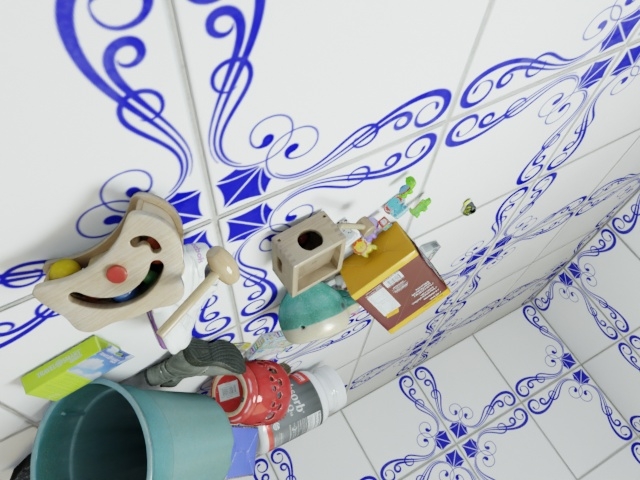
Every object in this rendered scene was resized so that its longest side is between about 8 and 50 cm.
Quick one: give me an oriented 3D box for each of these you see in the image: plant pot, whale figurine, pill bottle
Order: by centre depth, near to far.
[{"bbox_3d":[-0.392,0.482,1.222,0.341,0.341,0.334,-39,153,14],"label":"plant pot"},{"bbox_3d":[-0.005,0.162,1.384,0.216,0.141,0.272,-18,-176,22],"label":"whale figurine"},{"bbox_3d":[-0.207,0.443,1.566,0.191,0.191,0.174,-42,151,20],"label":"plant pot"},{"bbox_3d":[-0.101,0.597,1.956,0.362,0.210,0.210,-18,152,-31],"label":"pill bottle"}]

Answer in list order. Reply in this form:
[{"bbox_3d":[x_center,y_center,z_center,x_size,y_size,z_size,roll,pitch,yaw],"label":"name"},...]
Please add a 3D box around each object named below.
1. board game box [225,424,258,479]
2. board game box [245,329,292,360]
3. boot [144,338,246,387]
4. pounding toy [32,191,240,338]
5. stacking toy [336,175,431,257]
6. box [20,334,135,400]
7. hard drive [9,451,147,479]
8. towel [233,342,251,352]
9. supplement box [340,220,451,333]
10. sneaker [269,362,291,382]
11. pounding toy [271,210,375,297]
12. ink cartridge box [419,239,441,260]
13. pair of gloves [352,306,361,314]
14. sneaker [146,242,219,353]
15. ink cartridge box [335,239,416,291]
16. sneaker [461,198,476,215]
[{"bbox_3d":[-0.360,0.606,1.582,0.291,0.141,0.232,0,160,14],"label":"board game box"},{"bbox_3d":[-0.132,0.299,1.582,0.154,0.026,0.103,-3,142,-48],"label":"board game box"},{"bbox_3d":[-0.311,0.317,1.358,0.161,0.083,0.246,-31,149,16],"label":"boot"},{"bbox_3d":[-0.260,0.039,0.748,0.269,0.155,0.154,-19,121,-3],"label":"pounding toy"},{"bbox_3d":[0.143,-0.053,1.234,0.221,0.052,0.167,-39,157,9],"label":"stacking toy"},{"bbox_3d":[-0.472,0.248,1.064,0.178,0.042,0.109,-30,156,-6],"label":"box"},{"bbox_3d":[-0.574,0.606,1.385,0.339,0.064,0.237,36,114,-27],"label":"hard drive"},{"bbox_3d":[-0.231,0.299,1.486,0.060,0.009,0.083,-39,155,16],"label":"towel"},{"bbox_3d":[0.186,0.097,1.367,0.191,0.129,0.194,-37,126,11],"label":"supplement box"},{"bbox_3d":[-0.183,0.471,1.794,0.188,0.066,0.071,-15,151,-32],"label":"sneaker"},{"bbox_3d":[0.005,-0.008,1.101,0.206,0.094,0.181,-29,153,-21],"label":"pounding toy"},{"bbox_3d":[0.313,0.050,1.643,0.062,0.029,0.115,-18,151,-30],"label":"ink cartridge box"},{"bbox_3d":[0.080,0.192,1.598,0.198,0.023,0.159,-6,150,-29],"label":"pair of gloves"},{"bbox_3d":[-0.244,0.111,0.991,0.152,0.114,0.305,-22,153,-21],"label":"sneaker"},{"bbox_3d":[0.154,0.084,1.521,0.232,0.066,0.189,-10,154,1],"label":"ink cartridge box"},{"bbox_3d":[0.414,-0.083,1.508,0.031,0.035,0.083,-31,156,-1],"label":"sneaker"}]
